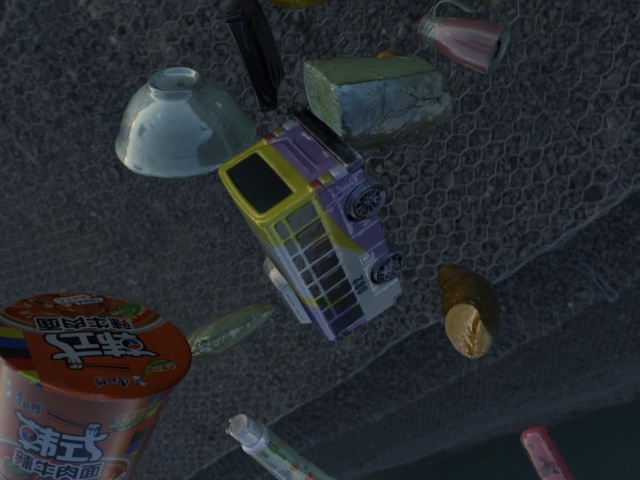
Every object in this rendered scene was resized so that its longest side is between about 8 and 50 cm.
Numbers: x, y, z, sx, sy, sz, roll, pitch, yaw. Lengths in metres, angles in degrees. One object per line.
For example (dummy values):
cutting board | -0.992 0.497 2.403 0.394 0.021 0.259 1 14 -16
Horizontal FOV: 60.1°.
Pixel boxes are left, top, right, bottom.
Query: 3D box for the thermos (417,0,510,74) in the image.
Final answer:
thermos | 0.431 -0.634 1.698 0.265 0.146 0.176 30 137 21

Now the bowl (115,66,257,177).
bowl | -0.298 -0.279 1.182 0.313 0.313 0.146 9 135 12

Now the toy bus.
toy bus | 0.000 0.000 1.087 0.249 0.209 0.440 -35 140 -8

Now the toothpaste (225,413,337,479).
toothpaste | -0.055 0.394 0.967 0.058 0.056 0.314 -14 131 26

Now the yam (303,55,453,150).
yam | 0.126 -0.297 1.193 0.271 0.202 0.201 -17 133 -11

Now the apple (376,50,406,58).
apple | 0.241 -0.526 1.824 0.160 0.195 0.173 -39 81 -2

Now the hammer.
hammer | 0.276 0.268 0.674 0.043 0.083 0.043 -19 151 -11

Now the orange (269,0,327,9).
orange | -0.033 -0.584 1.053 0.235 0.279 0.279 6 127 16

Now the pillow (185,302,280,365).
pillow | -0.216 0.202 1.154 0.075 0.185 0.302 61 146 3

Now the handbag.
handbag | -0.151 -0.458 1.349 0.080 0.223 0.247 -16 124 7

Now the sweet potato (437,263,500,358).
sweet potato | 0.190 0.069 0.718 0.077 0.243 0.077 3 108 9

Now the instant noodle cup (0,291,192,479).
instant noodle cup | -0.324 0.210 0.748 0.250 0.250 0.192 23 106 1

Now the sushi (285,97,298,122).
sushi | -0.061 -0.266 1.360 0.026 0.120 0.126 -12 142 11
